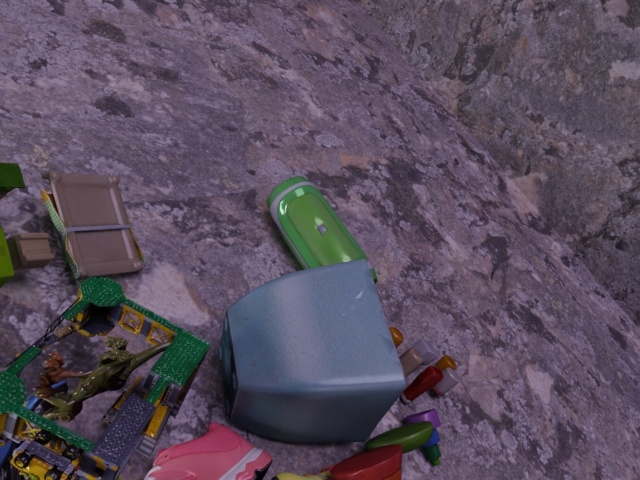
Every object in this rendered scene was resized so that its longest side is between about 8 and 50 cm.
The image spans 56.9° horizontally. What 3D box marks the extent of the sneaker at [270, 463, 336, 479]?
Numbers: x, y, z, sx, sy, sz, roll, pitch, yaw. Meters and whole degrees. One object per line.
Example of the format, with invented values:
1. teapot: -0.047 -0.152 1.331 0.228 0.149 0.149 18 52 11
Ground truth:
1. sneaker: 0.006 0.411 0.974 0.209 0.081 0.094 27 32 -25

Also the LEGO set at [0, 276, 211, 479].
1. LEGO set: -0.310 0.226 0.791 0.255 0.192 0.331 24 30 -7

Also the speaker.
1. speaker: 0.000 0.000 1.324 0.131 0.131 0.296 -14 62 -45

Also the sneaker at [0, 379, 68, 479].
1. sneaker: -0.397 0.273 0.803 0.078 0.067 0.188 46 32 -26

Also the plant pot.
1. plant pot: -0.039 0.204 1.014 0.253 0.247 0.247 -3 52 -18

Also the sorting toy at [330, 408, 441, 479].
1. sorting toy: 0.148 0.401 1.033 0.366 0.127 0.126 2 67 -63

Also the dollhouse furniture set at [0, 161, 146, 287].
1. dollhouse furniture set: -0.478 -0.010 1.005 0.302 0.151 0.197 -5 75 -62

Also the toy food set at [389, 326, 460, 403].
1. toy food set: 0.199 0.280 1.259 0.232 0.104 0.111 30 22 -40

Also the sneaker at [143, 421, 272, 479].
1. sneaker: -0.212 0.369 0.833 0.136 0.115 0.314 37 33 21
